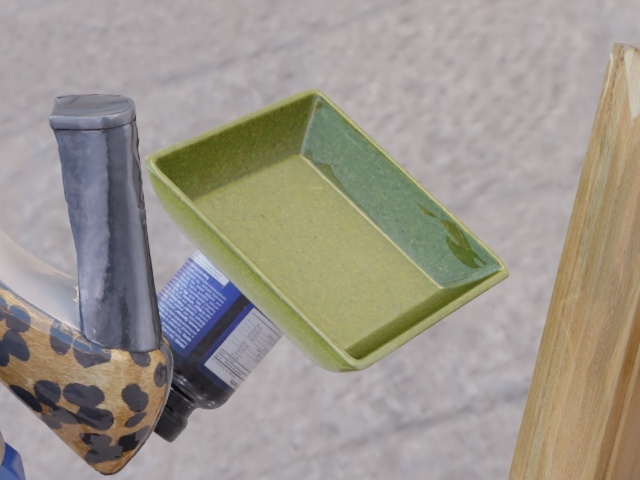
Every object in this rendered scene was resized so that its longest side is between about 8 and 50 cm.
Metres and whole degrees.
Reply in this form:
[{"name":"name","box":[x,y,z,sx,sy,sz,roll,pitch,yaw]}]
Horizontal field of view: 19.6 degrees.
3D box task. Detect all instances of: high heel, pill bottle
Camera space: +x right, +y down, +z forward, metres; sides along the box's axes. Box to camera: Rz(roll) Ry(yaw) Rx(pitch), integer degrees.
[{"name":"high heel","box":[-0.201,0.029,0.859,0.261,0.186,0.093,-1,22,7]},{"name":"pill bottle","box":[-0.110,0.087,1.821,0.219,0.123,0.123,-49,38,-4]}]

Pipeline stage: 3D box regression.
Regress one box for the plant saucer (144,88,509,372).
[{"name":"plant saucer","box":[0.000,0.000,1.170,0.188,0.045,0.188,44,37,15]}]

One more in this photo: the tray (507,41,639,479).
[{"name":"tray","box":[0.240,0.073,1.312,0.076,0.411,0.203,22,15,38]}]

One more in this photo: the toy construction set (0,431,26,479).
[{"name":"toy construction set","box":[-0.248,0.187,0.738,0.237,0.309,0.257,-22,73,10]}]
